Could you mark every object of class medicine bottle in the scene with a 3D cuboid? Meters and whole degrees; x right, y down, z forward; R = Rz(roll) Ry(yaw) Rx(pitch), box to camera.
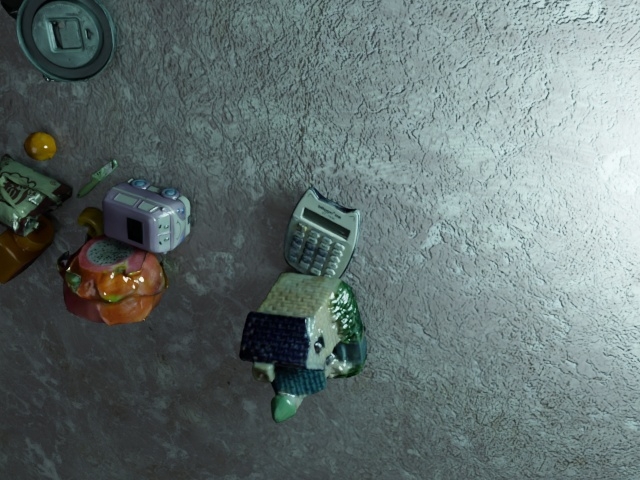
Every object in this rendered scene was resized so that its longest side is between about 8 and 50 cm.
[{"bbox_3d":[-0.878,0.015,2.104,0.222,0.149,0.112,-34,101,36],"label":"medicine bottle"}]

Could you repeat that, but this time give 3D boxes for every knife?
[{"bbox_3d":[-0.612,-0.167,1.954,0.207,0.014,0.030,-31,102,34],"label":"knife"}]

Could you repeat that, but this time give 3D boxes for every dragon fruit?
[{"bbox_3d":[-0.554,0.084,1.908,0.290,0.290,0.189,15,123,18],"label":"dragon fruit"}]

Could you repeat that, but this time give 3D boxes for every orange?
[{"bbox_3d":[-0.753,-0.253,1.932,0.083,0.083,0.084,12,123,20],"label":"orange"}]

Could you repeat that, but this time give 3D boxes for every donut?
[{"bbox_3d":[-0.638,-0.039,2.024,0.097,0.043,0.108,-9,117,31],"label":"donut"}]

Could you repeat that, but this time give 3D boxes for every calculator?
[{"bbox_3d":[0.000,0.000,1.731,0.177,0.040,0.268,29,127,9],"label":"calculator"}]

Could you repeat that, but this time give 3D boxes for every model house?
[{"bbox_3d":[-0.056,0.277,1.764,0.243,0.284,0.298,7,126,30],"label":"model house"}]

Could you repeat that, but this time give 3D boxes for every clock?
[{"bbox_3d":[-0.594,-0.485,1.685,0.226,0.049,0.226,-1,116,-1],"label":"clock"}]

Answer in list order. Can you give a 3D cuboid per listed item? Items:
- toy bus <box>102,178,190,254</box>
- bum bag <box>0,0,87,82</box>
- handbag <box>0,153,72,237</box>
[{"bbox_3d":[-0.448,-0.060,1.853,0.202,0.142,0.142,18,124,15],"label":"toy bus"},{"bbox_3d":[-0.682,-0.517,1.740,0.142,0.080,0.326,-26,105,25],"label":"bum bag"},{"bbox_3d":[-0.843,-0.119,1.980,0.235,0.213,0.127,26,145,9],"label":"handbag"}]
